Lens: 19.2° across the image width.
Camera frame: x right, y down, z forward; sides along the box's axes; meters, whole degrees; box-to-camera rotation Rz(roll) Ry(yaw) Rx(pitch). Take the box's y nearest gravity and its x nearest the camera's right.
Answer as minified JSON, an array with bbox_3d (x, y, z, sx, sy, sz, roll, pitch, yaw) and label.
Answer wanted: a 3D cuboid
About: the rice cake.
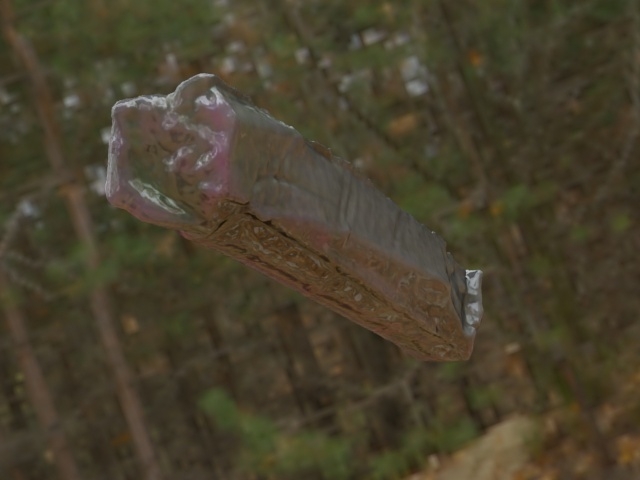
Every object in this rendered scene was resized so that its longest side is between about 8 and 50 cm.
[{"bbox_3d":[0.001,0.000,0.744,0.049,0.055,0.270,-14,-20,23],"label":"rice cake"}]
